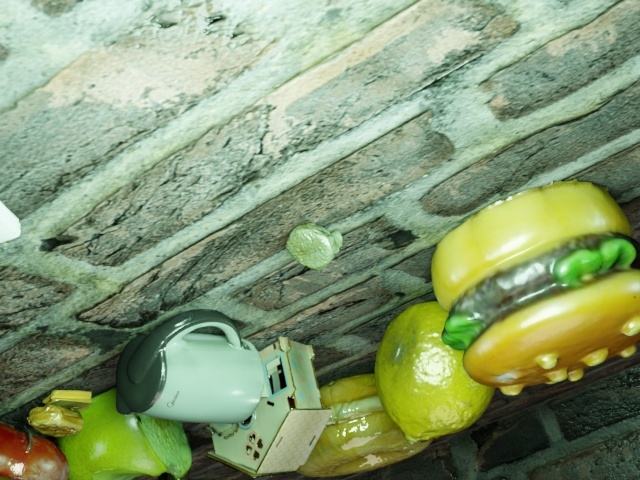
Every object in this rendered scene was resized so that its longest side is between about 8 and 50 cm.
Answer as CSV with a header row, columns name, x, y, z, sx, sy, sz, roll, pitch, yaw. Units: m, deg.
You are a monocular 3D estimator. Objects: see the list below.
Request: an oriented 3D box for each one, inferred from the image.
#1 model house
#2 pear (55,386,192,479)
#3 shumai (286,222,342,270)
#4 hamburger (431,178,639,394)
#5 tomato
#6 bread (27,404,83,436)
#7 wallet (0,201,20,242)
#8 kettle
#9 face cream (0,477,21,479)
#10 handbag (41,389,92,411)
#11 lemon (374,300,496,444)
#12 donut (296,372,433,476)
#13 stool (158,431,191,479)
name,x,y,z,sx,sy,sz,roll,pitch,yaw
model house,-0.135,0.369,1.702,0.326,0.244,0.169,-32,153,32
pear,-0.445,0.444,1.744,0.281,0.176,0.286,-18,154,8
shumai,0.000,0.000,1.258,0.083,0.082,0.080,-21,-164,40
hamburger,0.393,0.100,1.438,0.395,0.278,0.396,-15,155,-7
tomato,-0.594,0.408,1.614,0.227,0.101,0.228,13,162,4
bread,-0.513,0.349,1.596,0.083,0.044,0.111,-12,152,19
wallet,-0.459,-0.004,0.975,0.189,0.033,0.095,-16,153,-3
kettle,-0.225,0.219,1.463,0.236,0.161,0.221,15,113,-45
face cream,-0.587,0.560,1.797,0.105,0.105,0.348,-33,123,31
handbag,-0.493,0.313,1.611,0.083,0.027,0.061,12,147,-38
lemon,0.235,0.262,1.664,0.253,0.310,0.253,18,164,5
donut,0.092,0.478,2.117,0.448,0.198,0.449,-14,154,-7
stool,-0.456,0.647,2.089,0.310,0.226,0.310,-7,154,-23
